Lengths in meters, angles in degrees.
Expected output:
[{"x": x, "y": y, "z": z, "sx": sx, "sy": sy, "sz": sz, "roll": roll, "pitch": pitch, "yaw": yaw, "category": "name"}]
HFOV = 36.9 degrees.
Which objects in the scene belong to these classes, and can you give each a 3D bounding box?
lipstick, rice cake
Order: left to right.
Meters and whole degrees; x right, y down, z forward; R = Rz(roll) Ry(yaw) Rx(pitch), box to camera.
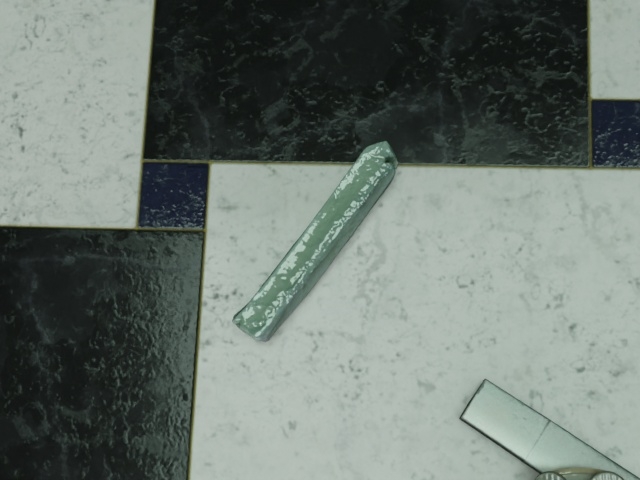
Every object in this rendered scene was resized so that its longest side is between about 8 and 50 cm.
[{"x": 0.000, "y": 0.000, "z": 1.356, "sx": 0.063, "sy": 0.066, "sz": 0.336, "roll": 38, "pitch": 83, "yaw": 12, "category": "rice cake"}, {"x": 0.335, "y": 0.297, "z": 1.263, "sx": 0.317, "sy": 0.066, "sz": 0.068, "roll": 33, "pitch": 85, "yaw": 11, "category": "lipstick"}]

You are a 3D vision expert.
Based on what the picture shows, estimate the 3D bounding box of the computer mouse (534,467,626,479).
[{"x": 0.330, "y": 0.399, "z": 1.193, "sx": 0.145, "sy": 0.082, "sz": 0.236, "roll": -3, "pitch": 98, "yaw": 19, "category": "computer mouse"}]
